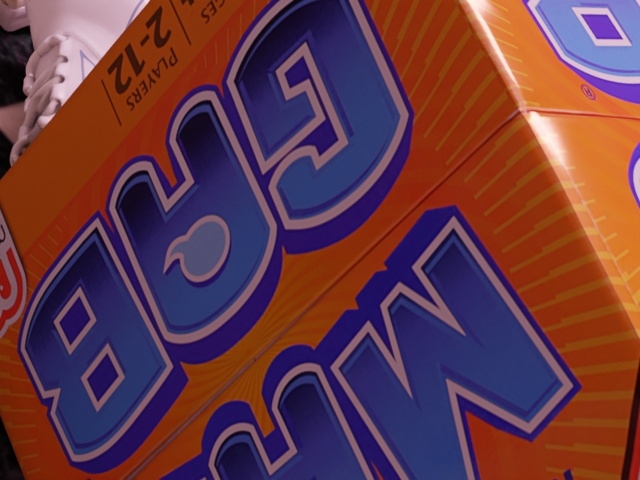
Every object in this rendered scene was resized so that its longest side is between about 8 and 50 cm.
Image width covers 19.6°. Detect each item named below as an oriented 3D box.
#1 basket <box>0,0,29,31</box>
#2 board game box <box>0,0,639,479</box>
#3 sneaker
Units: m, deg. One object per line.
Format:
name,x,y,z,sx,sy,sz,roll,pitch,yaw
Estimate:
basket,-0.177,-0.242,1.306,0.167,0.103,0.113,-29,69,-29
board game box,0.095,0.052,0.920,0.356,0.356,0.356,0,55,-45
sneaker,-0.137,-0.072,1.166,0.129,0.111,0.297,-5,61,-38
